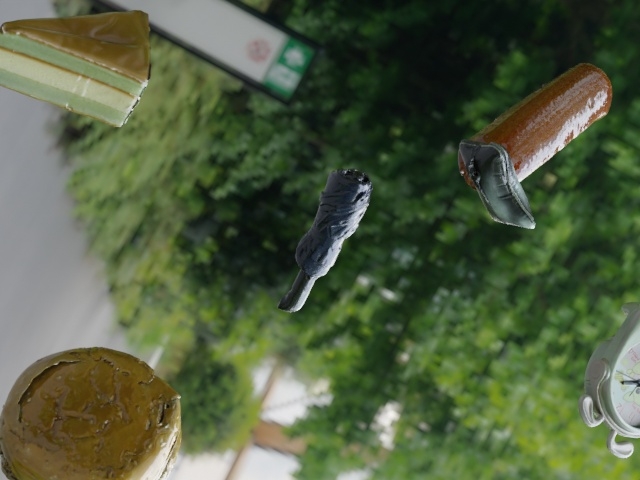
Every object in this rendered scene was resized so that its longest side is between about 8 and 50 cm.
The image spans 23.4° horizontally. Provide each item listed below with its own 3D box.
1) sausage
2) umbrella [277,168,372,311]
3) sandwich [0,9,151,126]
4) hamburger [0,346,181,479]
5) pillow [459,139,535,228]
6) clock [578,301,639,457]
[{"bbox_3d":[0.329,-0.172,2.308,0.348,0.097,0.094,-36,177,-39],"label":"sausage"},{"bbox_3d":[0.006,0.005,2.158,0.071,0.071,0.248,-65,178,-61],"label":"umbrella"},{"bbox_3d":[-0.261,-0.198,1.575,0.079,0.163,0.113,-54,-151,38],"label":"sandwich"},{"bbox_3d":[-0.265,0.222,1.760,0.108,0.214,0.213,101,13,-53],"label":"hamburger"},{"bbox_3d":[0.236,-0.076,2.060,0.091,0.135,0.055,-11,-151,39],"label":"pillow"},{"bbox_3d":[0.423,0.191,2.087,0.191,0.151,0.062,-50,-156,-17],"label":"clock"}]
